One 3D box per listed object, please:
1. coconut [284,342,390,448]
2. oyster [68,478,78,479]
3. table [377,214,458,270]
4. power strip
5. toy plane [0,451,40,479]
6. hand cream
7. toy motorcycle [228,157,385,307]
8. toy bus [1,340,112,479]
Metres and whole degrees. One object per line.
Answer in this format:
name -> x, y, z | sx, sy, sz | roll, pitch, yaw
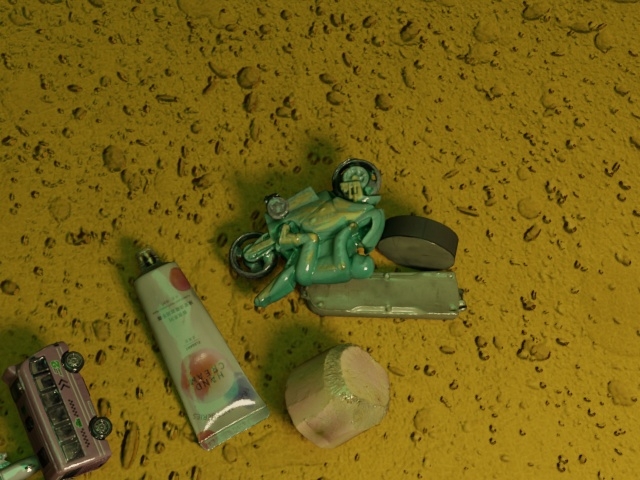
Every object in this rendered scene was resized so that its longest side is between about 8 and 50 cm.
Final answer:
coconut -> 0.020, 0.248, 1.478 | 0.147, 0.153, 0.147 | 33, 39, -32
oyster -> -0.425, 0.422, 1.393 | 0.148, 0.051, 0.103 | -12, 79, -33
table -> 0.167, 0.005, 1.586 | 0.134, 0.133, 0.043 | 17, 68, -3
power strip -> 0.106, 0.094, 1.592 | 0.286, 0.048, 0.080 | 1, 69, -8
toy plane -> -0.493, 0.366, 1.400 | 0.171, 0.065, 0.162 | -25, 88, -11
hand cream -> -0.213, 0.163, 1.513 | 0.124, 0.078, 0.340 | -27, 82, -17
toy motorcycle -> -0.002, 0.001, 1.553 | 0.297, 0.109, 0.198 | -30, 69, -4
toy bus -> -0.399, 0.262, 1.415 | 0.108, 0.096, 0.198 | -16, 71, -37
